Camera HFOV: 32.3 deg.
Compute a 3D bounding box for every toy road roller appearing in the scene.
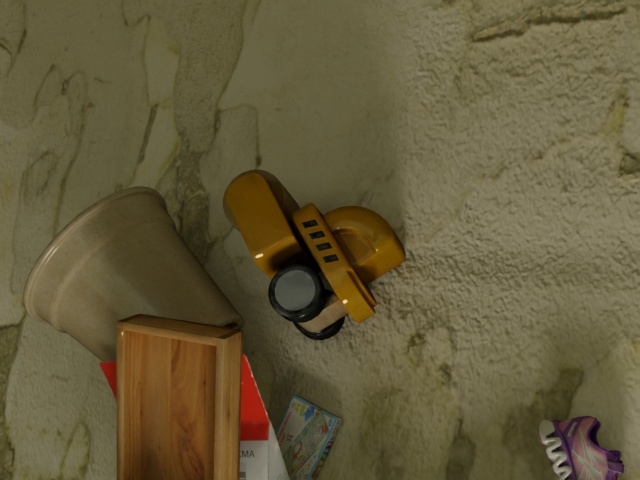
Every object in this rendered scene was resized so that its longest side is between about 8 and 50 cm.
[{"bbox_3d":[0.000,0.000,1.959,0.240,0.202,0.329,-31,68,3],"label":"toy road roller"}]

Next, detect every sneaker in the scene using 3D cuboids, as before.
[{"bbox_3d":[0.422,0.369,1.692,0.104,0.095,0.236,-24,65,11],"label":"sneaker"}]

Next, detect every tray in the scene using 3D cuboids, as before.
[{"bbox_3d":[-0.235,0.339,1.832,0.203,0.076,0.411,7,102,24],"label":"tray"}]

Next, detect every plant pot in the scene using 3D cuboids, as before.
[{"bbox_3d":[-0.319,0.125,2.040,0.305,0.334,0.334,43,97,18],"label":"plant pot"}]

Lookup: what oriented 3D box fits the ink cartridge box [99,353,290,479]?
[{"bbox_3d":[-0.216,0.386,1.897,0.308,0.091,0.385,-6,113,27],"label":"ink cartridge box"}]

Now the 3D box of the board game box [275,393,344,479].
[{"bbox_3d":[-0.036,0.365,1.965,0.103,0.026,0.154,24,88,31],"label":"board game box"}]
